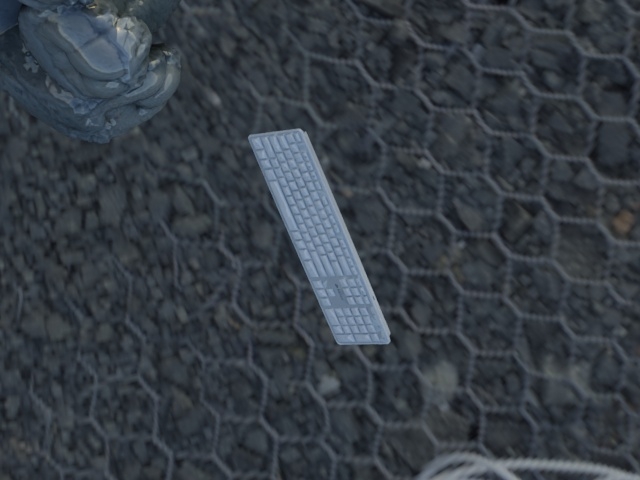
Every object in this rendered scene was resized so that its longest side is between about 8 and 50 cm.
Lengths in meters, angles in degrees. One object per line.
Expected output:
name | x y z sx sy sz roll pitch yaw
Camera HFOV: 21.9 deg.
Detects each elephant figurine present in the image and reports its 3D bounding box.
elephant figurine | -0.056 -0.164 0.668 0.186 0.169 0.239 39 65 9

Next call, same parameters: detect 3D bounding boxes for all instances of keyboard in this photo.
keyboard | 0.000 0.000 1.704 0.072 0.014 0.256 -7 116 35
